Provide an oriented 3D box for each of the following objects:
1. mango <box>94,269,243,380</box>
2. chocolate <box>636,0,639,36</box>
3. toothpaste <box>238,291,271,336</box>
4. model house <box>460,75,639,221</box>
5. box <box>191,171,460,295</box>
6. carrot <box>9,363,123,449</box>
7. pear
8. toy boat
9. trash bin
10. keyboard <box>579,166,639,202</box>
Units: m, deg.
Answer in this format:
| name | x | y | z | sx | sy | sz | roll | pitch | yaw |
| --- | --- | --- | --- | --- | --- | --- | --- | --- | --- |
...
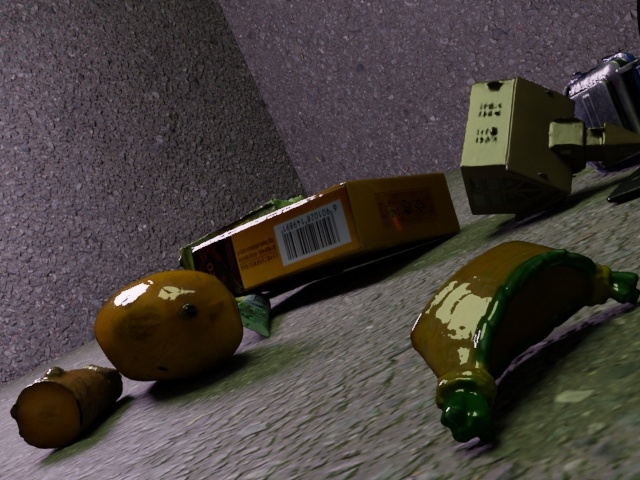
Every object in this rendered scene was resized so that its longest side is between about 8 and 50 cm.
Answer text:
| name | x | y | z | sx | sy | sz | roll | pitch | yaw |
| --- | --- | --- | --- | --- | --- | --- | --- | --- | --- |
| mango | -0.220 | 0.128 | 1.263 | 0.187 | 0.144 | 0.359 | 9 | -19 | -27 |
| chocolate | 0.500 | -0.258 | 0.893 | 0.331 | 0.383 | 0.383 | -43 | -7 | 33 |
| toothpaste | -0.109 | 0.117 | 1.452 | 0.297 | 0.075 | 0.048 | -105 | 41 | -88 |
| model house | 0.343 | -0.118 | 1.292 | 0.248 | 0.176 | 0.181 | 0 | 53 | 22 |
| box | -0.001 | 0.000 | 1.571 | 0.264 | 0.116 | 0.415 | -11 | -8 | -46 |
| carrot | -0.331 | 0.221 | 1.271 | 0.102 | 0.102 | 0.263 | -24 | -3 | 8 |
| pear | -0.117 | 0.028 | 1.965 | 0.286 | 0.176 | 0.282 | -26 | -1 | 19 |
| toy boat | 0.128 | 0.058 | 0.589 | 0.088 | 0.089 | 0.229 | 27 | 37 | 33 |
| trash bin | 0.516 | -0.216 | 1.384 | 0.234 | 0.162 | 0.184 | -18 | -4 | -23 |
| keyboard | 0.418 | -0.089 | 1.122 | 0.103 | 0.041 | 0.381 | -23 | -3 | 37 |
